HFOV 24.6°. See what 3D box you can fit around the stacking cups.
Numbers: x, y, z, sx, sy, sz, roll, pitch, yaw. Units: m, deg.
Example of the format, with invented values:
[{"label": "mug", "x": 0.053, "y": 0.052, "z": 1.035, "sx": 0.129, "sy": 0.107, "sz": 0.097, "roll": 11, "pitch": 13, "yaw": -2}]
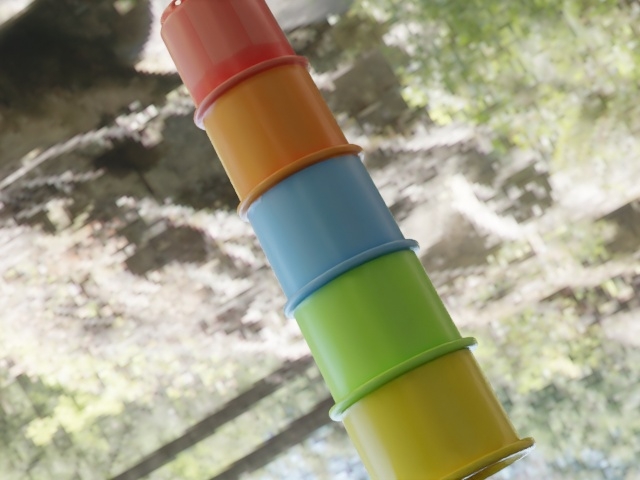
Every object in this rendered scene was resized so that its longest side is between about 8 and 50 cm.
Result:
[{"label": "stacking cups", "x": 0.000, "y": 0.000, "z": 0.821, "sx": 0.316, "sy": 0.096, "sz": 0.096, "roll": 60, "pitch": -158, "yaw": 16}]
